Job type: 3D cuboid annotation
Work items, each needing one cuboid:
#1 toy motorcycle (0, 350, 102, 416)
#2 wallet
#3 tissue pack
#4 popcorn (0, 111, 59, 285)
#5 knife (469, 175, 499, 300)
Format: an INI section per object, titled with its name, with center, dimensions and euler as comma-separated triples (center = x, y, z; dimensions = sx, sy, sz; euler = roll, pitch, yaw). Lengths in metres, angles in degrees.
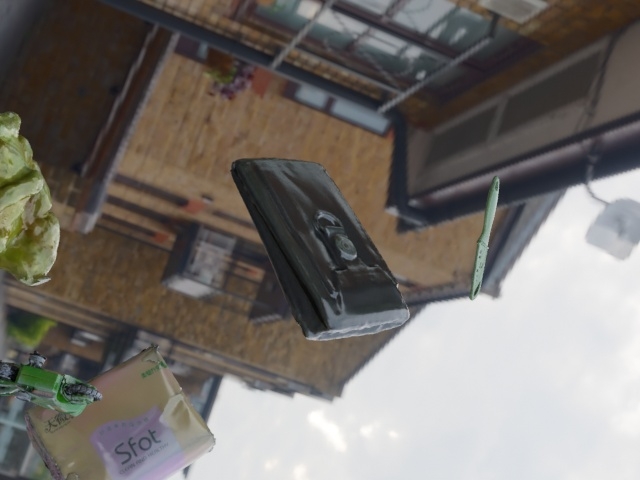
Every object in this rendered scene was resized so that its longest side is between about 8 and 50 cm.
[toy motorcycle]
center = -0.424, 0.223, 1.571
dimensions = 0.106, 0.190, 0.074
euler = 103, 1, -65
[wallet]
center = 0.000, 0.000, 1.211
dimensions = 0.052, 0.168, 0.245
euler = -44, -116, 38
[tissue pack]
center = -0.339, 0.327, 1.725
dimensions = 0.257, 0.215, 0.123
euler = -29, 169, -28
[popcorn]
center = -0.563, -0.076, 1.552
dimensions = 0.274, 0.335, 0.279
euler = -32, 164, 13
[knife]
center = 0.262, -0.003, 1.646
dimensions = 0.014, 0.030, 0.207
euler = 17, -75, 38
